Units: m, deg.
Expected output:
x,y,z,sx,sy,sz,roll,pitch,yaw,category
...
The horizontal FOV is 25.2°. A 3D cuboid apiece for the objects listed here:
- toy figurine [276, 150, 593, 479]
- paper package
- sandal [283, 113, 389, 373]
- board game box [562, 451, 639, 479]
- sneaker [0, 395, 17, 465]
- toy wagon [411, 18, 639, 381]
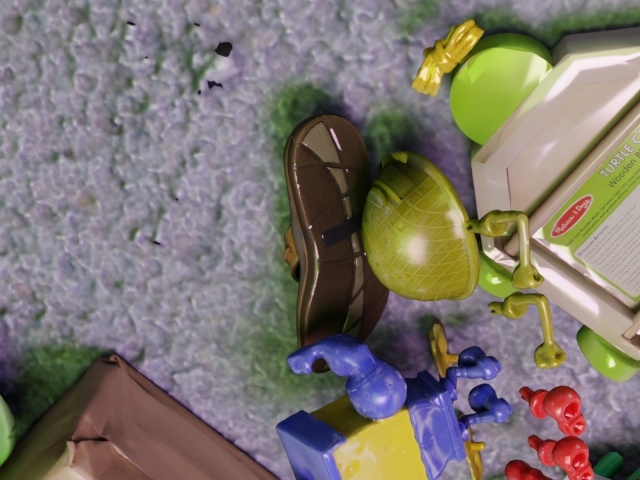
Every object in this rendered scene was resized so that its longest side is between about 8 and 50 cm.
x,y,z,sx,sy,sz,roll,pitch,yaw,category
0.056,0.144,1.064,0.217,0.191,0.362,-29,122,-18,toy figurine
-0.179,0.317,1.263,0.309,0.168,0.325,39,116,-14,paper package
0.000,0.000,1.117,0.090,0.060,0.219,-27,123,-27,sandal
0.404,0.366,1.145,0.390,0.050,0.390,13,135,54,board game box
-0.493,0.165,1.237,0.482,0.185,0.202,-16,98,12,sneaker
0.221,-0.055,1.063,0.344,0.068,0.267,35,117,-11,toy wagon
